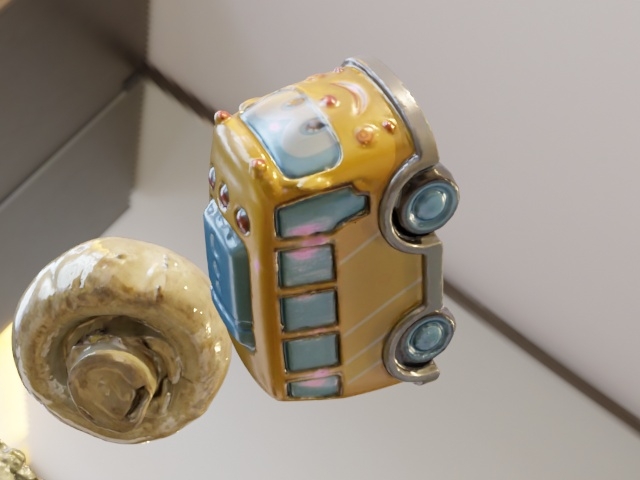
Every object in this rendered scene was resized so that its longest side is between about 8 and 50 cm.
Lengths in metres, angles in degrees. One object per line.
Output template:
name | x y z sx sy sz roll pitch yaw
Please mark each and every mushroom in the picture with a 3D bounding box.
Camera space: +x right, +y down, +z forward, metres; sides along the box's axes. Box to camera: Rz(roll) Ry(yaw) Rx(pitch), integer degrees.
mushroom | -0.148 0.077 1.067 0.166 0.166 0.127 53 11 -19

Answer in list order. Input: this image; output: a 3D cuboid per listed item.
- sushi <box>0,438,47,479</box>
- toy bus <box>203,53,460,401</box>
sushi | -0.345 0.307 1.542 0.134 0.109 0.273 13 -44 32
toy bus | 0.000 0.000 0.874 0.126 0.136 0.209 -126 -154 -48
